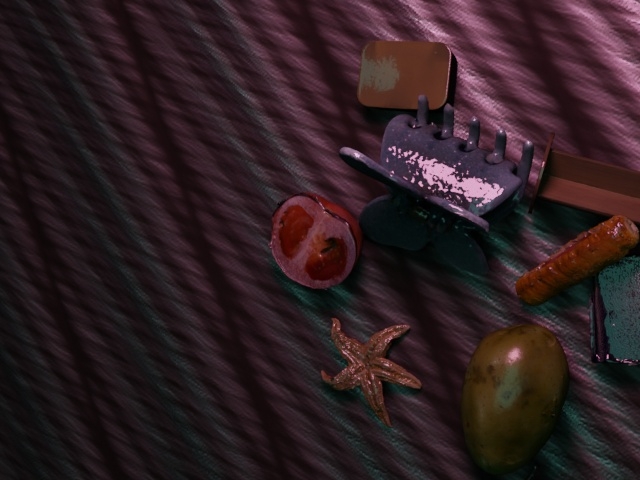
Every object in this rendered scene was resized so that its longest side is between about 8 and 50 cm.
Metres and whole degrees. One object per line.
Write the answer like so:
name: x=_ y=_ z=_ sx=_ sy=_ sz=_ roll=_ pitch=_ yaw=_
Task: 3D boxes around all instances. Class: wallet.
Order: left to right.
wallet: x=0.662 y=0.135 z=1.789 sx=0.262 sy=0.071 sz=0.221 roll=-2 pitch=84 yaw=19

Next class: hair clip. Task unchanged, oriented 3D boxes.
hair clip: x=0.246 y=-0.123 z=1.847 sx=0.318 sy=0.392 sz=0.238 roll=26 pitch=72 yaw=21

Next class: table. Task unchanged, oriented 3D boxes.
table: x=0.541 y=-0.103 z=1.798 sx=0.227 sy=0.167 sz=0.167 roll=17 pitch=96 yaw=13

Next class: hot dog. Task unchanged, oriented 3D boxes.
hot dog: x=0.497 y=0.047 z=1.797 sx=0.083 sy=0.068 sz=0.289 roll=52 pitch=130 yaw=4

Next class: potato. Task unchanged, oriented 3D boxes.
potato: x=0.380 y=0.310 z=1.818 sx=0.216 sy=0.216 sz=0.304 roll=24 pitch=108 yaw=20

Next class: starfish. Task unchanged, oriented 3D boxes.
starfish: x=0.113 y=0.276 z=2.017 sx=0.236 sy=0.062 sz=0.277 roll=-31 pitch=74 yaw=13

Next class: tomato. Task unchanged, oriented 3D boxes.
tomato: x=0.000 y=0.000 z=2.027 sx=0.228 sy=0.112 sz=0.199 roll=43 pitch=117 yaw=19

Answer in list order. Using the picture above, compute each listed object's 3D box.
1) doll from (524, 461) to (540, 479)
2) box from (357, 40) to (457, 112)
doll: x=0.407 y=0.620 z=1.824 sx=0.330 sy=0.235 sz=0.174 roll=-60 pitch=28 yaw=3
box: x=0.190 y=-0.349 z=1.965 sx=0.201 sy=0.090 sz=0.144 roll=5 pitch=91 yaw=22
